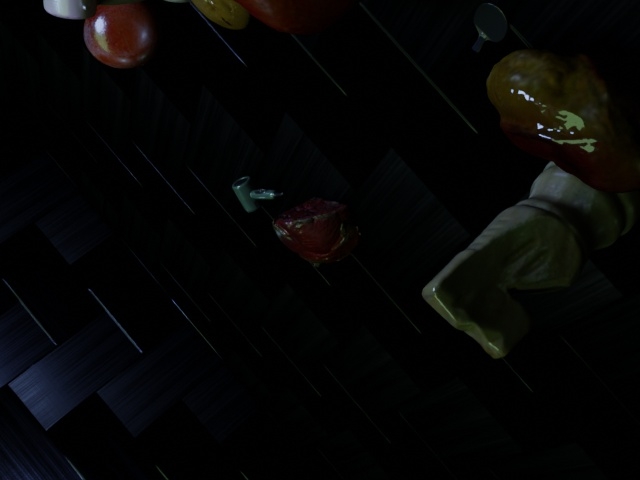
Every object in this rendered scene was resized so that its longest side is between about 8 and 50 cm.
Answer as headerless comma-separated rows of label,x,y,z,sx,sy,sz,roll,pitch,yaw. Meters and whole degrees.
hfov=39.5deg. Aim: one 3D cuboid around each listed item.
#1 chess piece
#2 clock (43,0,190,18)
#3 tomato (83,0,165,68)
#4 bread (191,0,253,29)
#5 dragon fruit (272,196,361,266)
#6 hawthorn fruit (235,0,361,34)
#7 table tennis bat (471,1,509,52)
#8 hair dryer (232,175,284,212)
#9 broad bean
chess piece,0.254,0.013,1.088,0.137,0.301,0.137,38,151,26
clock,-0.394,-0.478,1.519,0.309,0.284,0.114,31,130,36
tomato,-0.411,-0.434,1.827,0.167,0.167,0.167,40,154,24
bread,-0.161,-0.457,1.352,0.195,0.143,0.269,17,140,55
dragon fruit,0.001,0.000,1.752,0.120,0.127,0.161,26,146,58
hawthorn fruit,-0.043,-0.400,1.074,0.295,0.295,0.311,12,137,55
table tennis bat,0.211,-0.266,1.125,0.050,0.007,0.083,46,154,11
hair dryer,-0.125,-0.101,1.941,0.150,0.047,0.071,2,130,47
broad bean,0.292,-0.141,1.022,0.228,0.122,0.156,41,-179,37
